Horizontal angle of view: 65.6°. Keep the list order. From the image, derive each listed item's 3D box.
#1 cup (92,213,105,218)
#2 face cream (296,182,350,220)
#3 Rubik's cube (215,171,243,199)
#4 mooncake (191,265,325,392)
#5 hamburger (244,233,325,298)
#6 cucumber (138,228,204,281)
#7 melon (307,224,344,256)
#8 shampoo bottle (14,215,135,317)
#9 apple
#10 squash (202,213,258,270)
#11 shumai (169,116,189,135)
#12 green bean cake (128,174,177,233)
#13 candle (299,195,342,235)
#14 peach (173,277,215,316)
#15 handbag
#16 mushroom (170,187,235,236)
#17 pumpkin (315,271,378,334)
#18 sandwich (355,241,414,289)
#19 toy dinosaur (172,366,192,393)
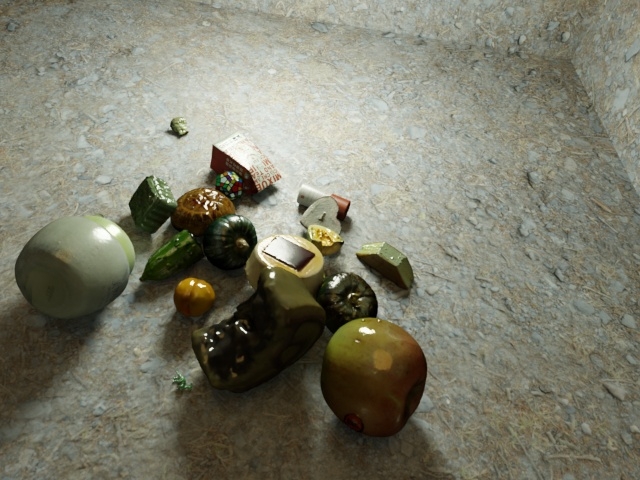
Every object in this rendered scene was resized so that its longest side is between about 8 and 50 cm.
[{"bbox_3d":[-0.835,-0.053,1.892,0.075,0.083,0.054,32,52,15],"label":"cup"},{"bbox_3d":[0.014,-0.165,2.119,0.214,0.095,0.095,23,50,9],"label":"face cream"},{"bbox_3d":[-0.384,-0.225,2.083,0.133,0.133,0.112,24,46,10],"label":"Rubik's cube"},{"bbox_3d":[-0.185,0.274,1.522,0.394,0.394,0.246,-20,57,-23],"label":"mooncake"},{"bbox_3d":[-0.124,0.111,1.793,0.302,0.170,0.302,11,35,-8],"label":"hamburger"},{"bbox_3d":[-0.557,0.072,1.818,0.134,0.134,0.244,40,65,22],"label":"cucumber"},{"bbox_3d":[0.000,0.000,1.937,0.160,0.079,0.128,2,43,-37],"label":"melon"},{"bbox_3d":[-0.797,0.085,1.619,0.323,0.322,0.317,21,28,8],"label":"shampoo bottle"},{"bbox_3d":[0.152,0.410,1.516,0.305,0.338,0.338,20,48,27],"label":"apple"},{"bbox_3d":[-0.333,0.005,1.851,0.218,0.172,0.218,5,75,-21],"label":"squash"},{"bbox_3d":[-0.662,-0.528,2.330,0.083,0.082,0.080,-22,55,1],"label":"shumai"},{"bbox_3d":[-0.659,-0.143,1.929,0.094,0.173,0.181,23,29,-50],"label":"green bean cake"},{"bbox_3d":[-0.001,-0.083,2.024,0.169,0.068,0.192,-4,79,2],"label":"candle"},{"bbox_3d":[-0.439,0.200,1.717,0.138,0.138,0.138,5,50,-6],"label":"peach"},{"bbox_3d":[-0.322,-0.330,2.170,0.298,0.151,0.171,34,48,14],"label":"handbag"},{"bbox_3d":[-0.466,-0.113,1.967,0.254,0.153,0.253,3,40,-2],"label":"mushroom"},{"bbox_3d":[0.097,0.223,1.738,0.238,0.159,0.237,14,62,-27],"label":"pumpkin"},{"bbox_3d":[0.264,0.082,1.960,0.258,0.096,0.094,34,48,15],"label":"sandwich"},{"bbox_3d":[-0.437,0.446,1.581,0.063,0.021,0.083,10,53,-10],"label":"toy dinosaur"}]
